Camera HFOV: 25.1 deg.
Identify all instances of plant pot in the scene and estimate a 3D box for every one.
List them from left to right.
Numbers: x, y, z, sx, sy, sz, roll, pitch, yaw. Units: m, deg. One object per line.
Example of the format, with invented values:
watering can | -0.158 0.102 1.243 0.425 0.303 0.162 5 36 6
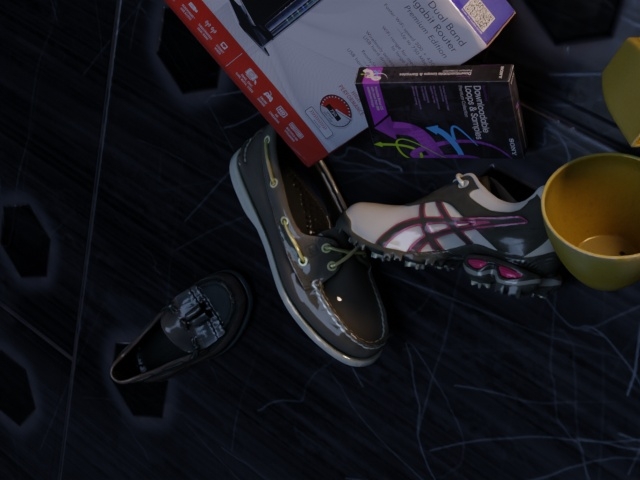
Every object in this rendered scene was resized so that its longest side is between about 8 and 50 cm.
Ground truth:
plant pot | 0.282 -0.005 1.404 0.134 0.134 0.095 34 151 30
plant pot | 0.312 -0.147 1.346 0.083 0.082 0.081 55 135 28

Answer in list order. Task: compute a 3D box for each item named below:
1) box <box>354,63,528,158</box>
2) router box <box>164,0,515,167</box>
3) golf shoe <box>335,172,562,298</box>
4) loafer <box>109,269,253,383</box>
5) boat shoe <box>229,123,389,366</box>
box | 0.126 -0.131 1.481 0.162 0.029 0.116 0 141 19
router box | -0.013 -0.282 1.522 0.335 0.082 0.301 49 136 -9
golf shoe | 0.143 -0.020 1.552 0.273 0.105 0.120 14 99 33
loafer | -0.187 0.129 1.908 0.267 0.084 0.096 -40 77 44
boat shoe | -0.003 0.001 1.673 0.091 0.109 0.305 -43 71 48
